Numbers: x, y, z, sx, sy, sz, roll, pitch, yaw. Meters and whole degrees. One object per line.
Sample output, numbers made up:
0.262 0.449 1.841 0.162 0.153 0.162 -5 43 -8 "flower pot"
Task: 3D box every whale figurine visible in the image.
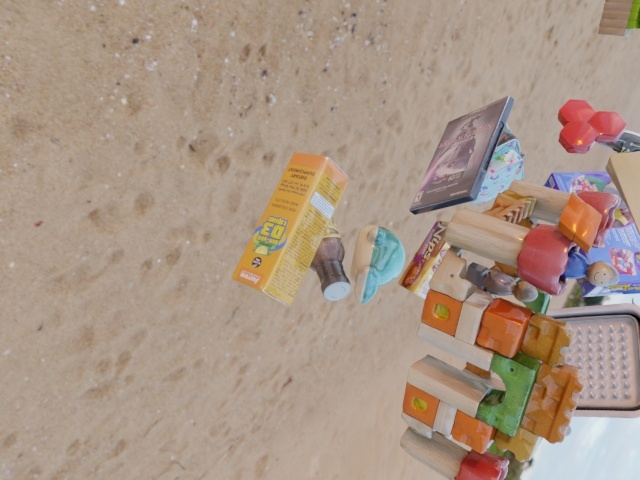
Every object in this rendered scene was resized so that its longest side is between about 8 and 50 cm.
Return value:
0.152 0.069 1.428 0.272 0.141 0.216 -70 172 -68 "whale figurine"

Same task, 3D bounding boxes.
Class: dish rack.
0.632 0.303 1.322 0.072 0.333 0.285 43 50 -36 "dish rack"

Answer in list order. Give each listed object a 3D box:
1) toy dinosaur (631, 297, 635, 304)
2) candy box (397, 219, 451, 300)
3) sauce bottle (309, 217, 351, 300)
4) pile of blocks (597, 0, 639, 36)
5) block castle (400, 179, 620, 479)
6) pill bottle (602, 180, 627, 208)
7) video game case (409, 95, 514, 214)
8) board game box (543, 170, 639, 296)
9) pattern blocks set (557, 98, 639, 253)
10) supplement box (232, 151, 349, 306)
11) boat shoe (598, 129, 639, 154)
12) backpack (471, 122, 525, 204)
0.926 0.297 1.426 0.121 0.313 0.160 -3 116 -31 "toy dinosaur"
0.265 0.045 1.259 0.186 0.053 0.109 -59 -166 1 "candy box"
0.000 0.000 1.377 0.112 0.344 0.111 -12 138 -11 "sauce bottle"
0.898 -0.611 1.363 0.113 0.362 0.148 -9 92 -27 "pile of blocks"
0.303 0.153 0.814 0.303 0.213 0.452 -22 127 -48 "block castle"
0.806 -0.153 1.392 0.137 0.078 0.078 -41 152 -8 "pill bottle"
0.318 -0.189 1.224 0.026 0.196 0.274 34 68 -22 "video game case"
0.762 -0.027 1.428 0.078 0.234 0.346 96 -10 -57 "board game box"
0.414 -0.038 0.600 0.026 0.286 0.324 73 22 -56 "pattern blocks set"
-0.045 -0.020 0.852 0.080 0.078 0.233 36 74 -50 "supplement box"
1.020 -0.312 1.774 0.081 0.228 0.068 101 -1 -81 "boat shoe"
0.476 -0.219 1.575 0.225 0.191 0.253 -27 160 13 "backpack"
